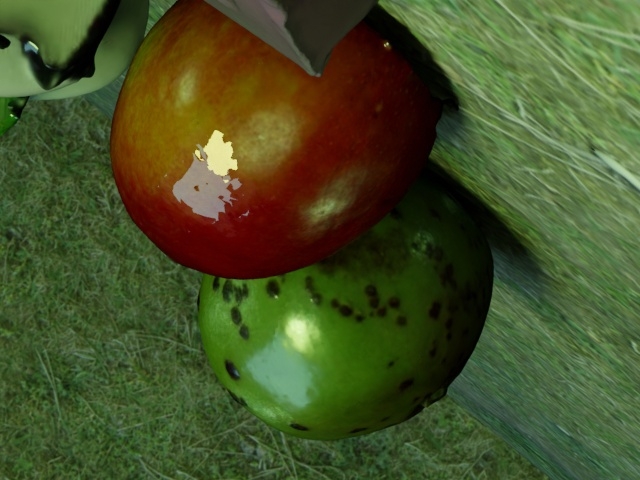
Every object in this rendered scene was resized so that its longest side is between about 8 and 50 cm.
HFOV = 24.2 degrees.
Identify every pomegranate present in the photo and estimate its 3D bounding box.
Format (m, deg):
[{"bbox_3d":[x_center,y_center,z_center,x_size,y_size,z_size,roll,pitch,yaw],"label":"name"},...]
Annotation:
[{"bbox_3d":[0.012,0.001,1.109,0.231,0.230,0.286,112,143,-84],"label":"pomegranate"}]

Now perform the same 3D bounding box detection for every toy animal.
[{"bbox_3d":[-0.223,-0.178,1.035,0.212,0.212,0.267,40,171,-2],"label":"toy animal"}]

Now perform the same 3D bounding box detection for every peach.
[{"bbox_3d":[-0.022,-0.081,0.903,0.196,0.226,0.190,0,-119,-39],"label":"peach"}]

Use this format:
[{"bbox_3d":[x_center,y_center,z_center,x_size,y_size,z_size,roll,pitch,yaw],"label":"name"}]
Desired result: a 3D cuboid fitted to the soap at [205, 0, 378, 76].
[{"bbox_3d":[-0.068,-0.176,0.754,0.203,0.065,0.122,38,174,26],"label":"soap"}]
